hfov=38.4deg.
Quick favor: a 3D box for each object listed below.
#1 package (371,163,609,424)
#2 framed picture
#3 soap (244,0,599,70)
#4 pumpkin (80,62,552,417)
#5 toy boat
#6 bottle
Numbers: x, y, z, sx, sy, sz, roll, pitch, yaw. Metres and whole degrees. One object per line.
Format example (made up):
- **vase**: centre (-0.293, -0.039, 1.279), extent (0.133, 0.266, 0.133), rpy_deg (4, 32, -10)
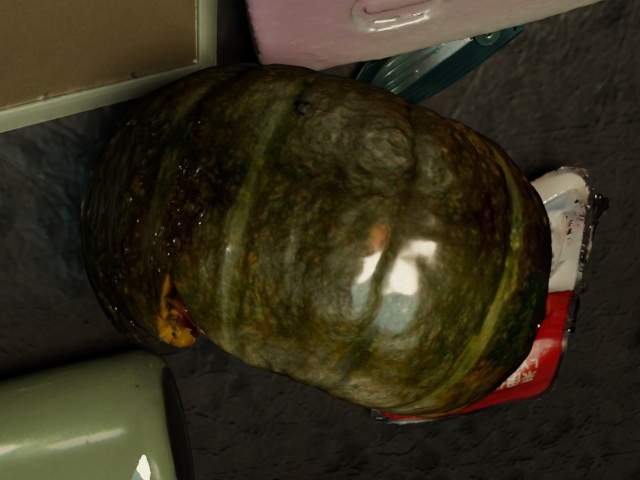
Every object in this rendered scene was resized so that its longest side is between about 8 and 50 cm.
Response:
- **package**: centre (0.150, 0.053, 0.821), extent (0.194, 0.071, 0.270), rpy_deg (0, 129, -7)
- **framed picture**: centre (-0.191, -0.168, 0.553), extent (0.293, 0.018, 0.231), rpy_deg (-21, 136, -30)
- **soap**: centre (0.074, -0.241, 0.526), extent (0.285, 0.107, 0.296), rpy_deg (-15, 156, -1)
- **pumpkin**: centre (0.000, 0.000, 0.614), extent (0.320, 0.320, 0.192), rpy_deg (17, 88, -23)
- **toy boat**: centre (0.083, -0.142, 0.697), extent (0.141, 0.060, 0.055), rpy_deg (-34, 123, 14)
- **bottle**: centre (-0.279, 0.201, 0.729), extent (0.346, 0.168, 0.169), rpy_deg (-13, 121, -4)
